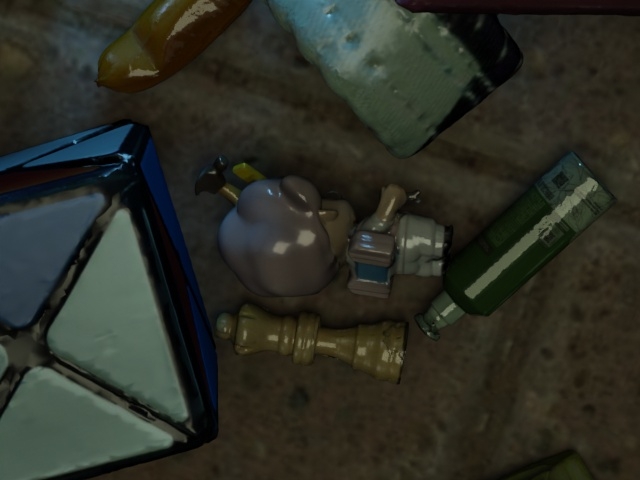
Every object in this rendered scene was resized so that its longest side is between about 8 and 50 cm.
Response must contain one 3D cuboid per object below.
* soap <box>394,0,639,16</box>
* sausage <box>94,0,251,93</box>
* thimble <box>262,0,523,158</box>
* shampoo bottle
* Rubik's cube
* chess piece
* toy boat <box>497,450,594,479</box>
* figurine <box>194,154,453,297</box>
[{"bbox_3d":[0.214,-0.297,1.428,0.359,0.128,0.233,-4,79,-32],"label":"soap"},{"bbox_3d":[-0.118,-0.187,1.600,0.183,0.054,0.062,-44,67,11],"label":"sausage"},{"bbox_3d":[0.047,-0.193,1.517,0.150,0.237,0.237,-39,100,6],"label":"thimble"},{"bbox_3d":[0.165,0.012,1.637,0.204,0.065,0.065,-43,99,9],"label":"shampoo bottle"},{"bbox_3d":[-0.231,0.056,1.555,0.250,0.248,0.246,-15,101,3],"label":"Rubik's cube"},{"bbox_3d":[-0.009,0.089,1.662,0.172,0.060,0.060,8,102,1],"label":"chess piece"},{"bbox_3d":[0.135,0.297,1.692,0.276,0.084,0.111,-29,103,5],"label":"toy boat"},{"bbox_3d":[0.000,0.000,1.612,0.228,0.137,0.112,7,60,3],"label":"figurine"}]
